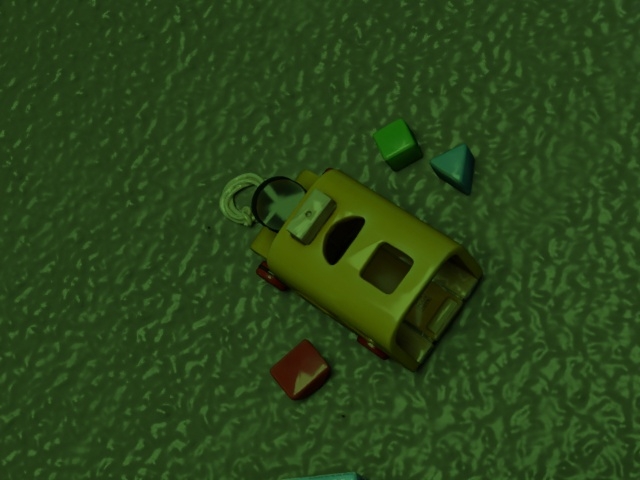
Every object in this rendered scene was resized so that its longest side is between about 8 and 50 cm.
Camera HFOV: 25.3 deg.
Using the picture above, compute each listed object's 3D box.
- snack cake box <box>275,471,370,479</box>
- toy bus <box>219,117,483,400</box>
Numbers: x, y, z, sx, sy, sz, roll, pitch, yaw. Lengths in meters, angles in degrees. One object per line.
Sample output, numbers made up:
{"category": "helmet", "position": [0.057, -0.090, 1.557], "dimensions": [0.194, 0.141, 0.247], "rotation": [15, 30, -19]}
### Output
{"category": "snack cake box", "position": [-0.084, 0.249, 0.972], "dimensions": [0.264, 0.089, 0.152], "rotation": [-9, 70, 16]}
{"category": "toy bus", "position": [0.012, 0.001, 1.015], "dimensions": [0.202, 0.104, 0.191], "rotation": [-15, 67, 14]}
